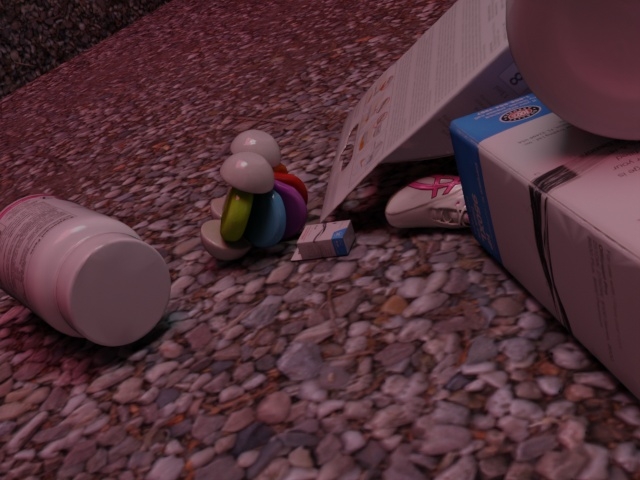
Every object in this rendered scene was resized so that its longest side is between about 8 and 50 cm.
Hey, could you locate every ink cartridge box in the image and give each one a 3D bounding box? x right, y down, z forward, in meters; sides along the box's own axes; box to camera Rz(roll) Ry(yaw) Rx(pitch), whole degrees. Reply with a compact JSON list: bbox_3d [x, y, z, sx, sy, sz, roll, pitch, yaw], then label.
[{"bbox_3d":[0.000,0.000,1.093,0.083,0.028,0.048,-8,28,21],"label":"ink cartridge box"},{"bbox_3d":[0.165,-0.198,1.134,0.385,0.091,0.308,-43,20,33],"label":"ink cartridge box"},{"bbox_3d":[0.337,-0.038,0.793,0.285,0.166,0.395,-19,26,-5],"label":"ink cartridge box"}]

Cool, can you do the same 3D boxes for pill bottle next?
[{"bbox_3d":[0.332,-0.277,0.819,0.229,0.229,0.408,-4,28,27],"label":"pill bottle"},{"bbox_3d":[-0.324,0.036,1.082,0.160,0.160,0.283,-34,31,-28],"label":"pill bottle"}]

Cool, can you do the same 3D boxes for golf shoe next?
[{"bbox_3d":[0.172,-0.049,1.034,0.186,0.068,0.086,-14,27,9],"label":"golf shoe"}]

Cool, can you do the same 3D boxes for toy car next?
[{"bbox_3d":[-0.084,-0.054,1.155,0.136,0.159,0.182,19,28,-6],"label":"toy car"}]
